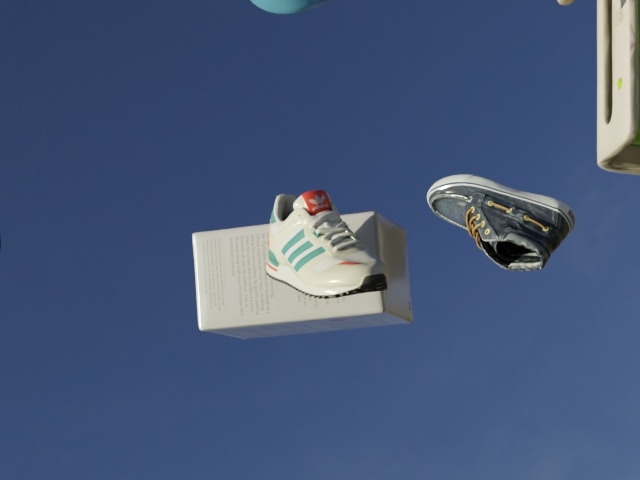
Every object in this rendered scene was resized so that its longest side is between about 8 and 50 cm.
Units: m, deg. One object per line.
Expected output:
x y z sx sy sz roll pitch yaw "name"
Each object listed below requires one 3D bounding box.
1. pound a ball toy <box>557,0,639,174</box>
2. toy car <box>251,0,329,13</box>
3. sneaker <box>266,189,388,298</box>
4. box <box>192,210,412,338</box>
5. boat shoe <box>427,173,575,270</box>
0.308 -0.233 1.576 0.208 0.319 0.136 4 -15 -8 "pound a ball toy"
-0.130 -0.208 0.736 0.238 0.210 0.219 -18 -35 20 "toy car"
0.000 0.000 1.253 0.057 0.161 0.075 -8 -78 -26 "sneaker"
-0.013 0.034 1.411 0.170 0.091 0.130 -7 -9 14 "box"
0.187 -0.020 1.750 0.083 0.183 0.065 -50 -42 -36 "boat shoe"
